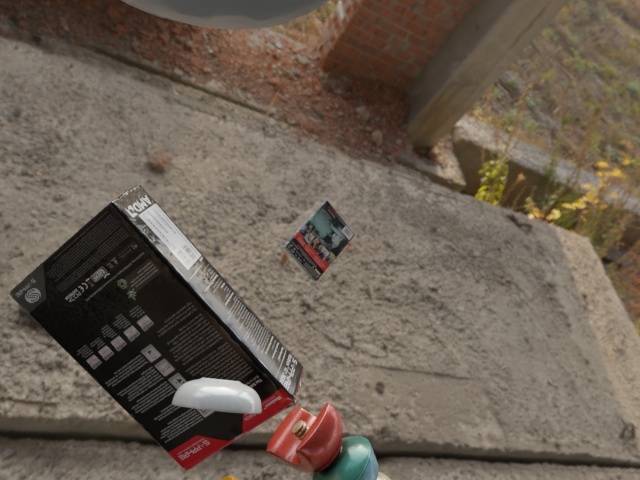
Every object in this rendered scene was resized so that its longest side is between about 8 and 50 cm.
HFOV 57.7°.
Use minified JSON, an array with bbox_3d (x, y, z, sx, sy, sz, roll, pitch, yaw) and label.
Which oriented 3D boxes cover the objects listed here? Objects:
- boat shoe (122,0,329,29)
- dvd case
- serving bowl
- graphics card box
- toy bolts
[{"bbox_3d":[-0.015,-0.182,0.252,0.113,0.306,0.105,16,81,-35],"label":"boat shoe"},{"bbox_3d":[0.000,0.000,1.020,0.087,0.013,0.119,49,66,-20],"label":"dvd case"},{"bbox_3d":[-0.095,0.144,0.543,0.083,0.083,0.027,14,74,-30],"label":"serving bowl"},{"bbox_3d":[-0.228,0.134,0.837,0.371,0.233,0.094,49,21,-12],"label":"graphics card box"},{"bbox_3d":[-0.023,0.316,0.648,0.158,0.218,0.228,46,61,-9],"label":"toy bolts"}]
